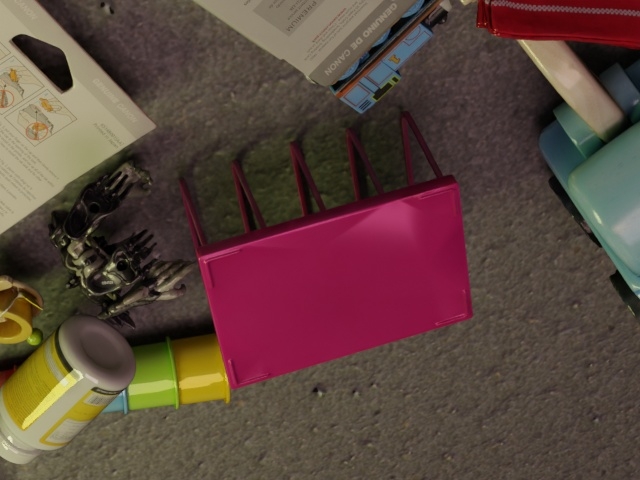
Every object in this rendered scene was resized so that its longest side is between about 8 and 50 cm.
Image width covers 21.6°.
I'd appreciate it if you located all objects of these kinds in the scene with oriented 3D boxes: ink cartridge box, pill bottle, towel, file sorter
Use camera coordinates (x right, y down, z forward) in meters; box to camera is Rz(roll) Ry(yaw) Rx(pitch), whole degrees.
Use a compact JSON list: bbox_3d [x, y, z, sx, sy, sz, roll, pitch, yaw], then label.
[{"bbox_3d":[0.003,-0.345,1.652,0.309,0.130,0.272,-43,129,18],"label":"ink cartridge box"},{"bbox_3d":[-0.301,0.174,1.906,0.103,0.103,0.184,26,124,-34],"label":"pill bottle"},{"bbox_3d":[-0.360,-0.151,1.733,0.261,0.066,0.296,-33,132,11],"label":"ink cartridge box"},{"bbox_3d":[0.256,-0.335,1.707,0.198,0.031,0.275,3,89,-21],"label":"towel"},{"bbox_3d":[0.000,0.000,1.907,0.290,0.182,0.202,-16,131,-7],"label":"file sorter"}]

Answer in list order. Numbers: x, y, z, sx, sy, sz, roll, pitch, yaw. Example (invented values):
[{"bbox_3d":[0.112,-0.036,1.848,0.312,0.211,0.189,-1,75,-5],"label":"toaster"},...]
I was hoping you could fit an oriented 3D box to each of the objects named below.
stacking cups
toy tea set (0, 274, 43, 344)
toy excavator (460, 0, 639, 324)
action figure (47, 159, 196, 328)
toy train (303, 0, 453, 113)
[{"bbox_3d":[-0.270,0.179,2.031,0.316,0.096,0.096,-10,131,-8],"label":"stacking cups"},{"bbox_3d":[-0.466,0.074,1.809,0.200,0.124,0.336,-23,138,31],"label":"toy tea set"},{"bbox_3d":[0.328,-0.128,1.862,0.222,0.433,0.445,-35,159,12],"label":"toy excavator"},{"bbox_3d":[-0.218,0.008,1.829,0.141,0.275,0.164,-30,89,-11],"label":"action figure"},{"bbox_3d":[0.064,-0.227,1.812,0.184,0.080,0.105,-43,138,15],"label":"toy train"}]
